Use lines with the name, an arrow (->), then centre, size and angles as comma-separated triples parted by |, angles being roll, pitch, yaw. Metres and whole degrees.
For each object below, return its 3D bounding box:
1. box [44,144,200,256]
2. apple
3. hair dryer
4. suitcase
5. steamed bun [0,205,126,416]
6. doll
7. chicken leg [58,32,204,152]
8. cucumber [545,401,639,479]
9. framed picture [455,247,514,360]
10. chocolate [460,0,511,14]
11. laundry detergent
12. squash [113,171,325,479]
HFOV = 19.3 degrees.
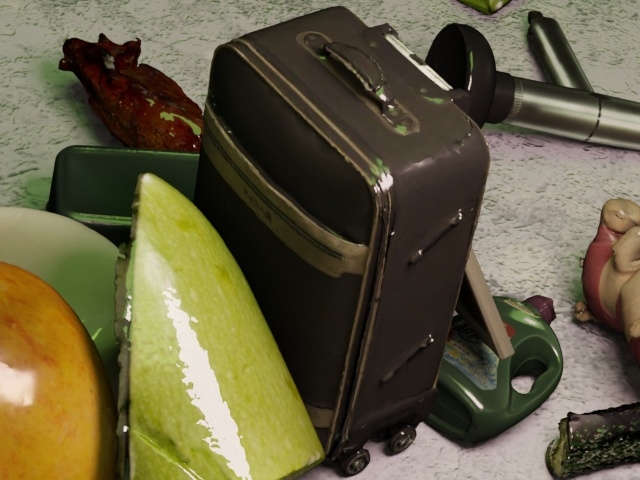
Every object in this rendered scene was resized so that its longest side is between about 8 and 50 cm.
box -> -0.196, -0.029, 2.040 | 0.201, 0.090, 0.144 | 4, 42, -11
apple -> -0.321, 0.168, 1.640 | 0.299, 0.275, 0.299 | -20, 20, 7
hair dryer -> 0.250, -0.194, 2.374 | 0.320, 0.156, 0.284 | 6, 19, -27
suitcase -> 0.000, 0.000, 1.791 | 0.194, 0.434, 0.283 | -21, 51, -32
steamed bun -> -0.280, 0.070, 1.859 | 0.241, 0.146, 0.164 | 22, 44, 13
doll -> 0.385, 0.069, 2.003 | 0.196, 0.152, 0.256 | -2, 29, -17
chicken leg -> -0.145, -0.118, 2.161 | 0.407, 0.096, 0.158 | 30, 24, 16
cucumber -> 0.345, 0.197, 1.950 | 0.245, 0.067, 0.067 | -6, 44, -24
framed picture -> 0.111, -0.018, 1.951 | 0.020, 0.211, 0.289 | -25, 24, -6
chocolate -> 0.211, -0.478, 2.623 | 0.301, 0.137, 0.289 | 34, 44, 22
laundry detergent -> 0.190, 0.123, 1.981 | 0.144, 0.078, 0.221 | 35, 43, 28
squash -> -0.147, 0.105, 1.681 | 0.210, 0.233, 0.309 | -30, 83, -3
